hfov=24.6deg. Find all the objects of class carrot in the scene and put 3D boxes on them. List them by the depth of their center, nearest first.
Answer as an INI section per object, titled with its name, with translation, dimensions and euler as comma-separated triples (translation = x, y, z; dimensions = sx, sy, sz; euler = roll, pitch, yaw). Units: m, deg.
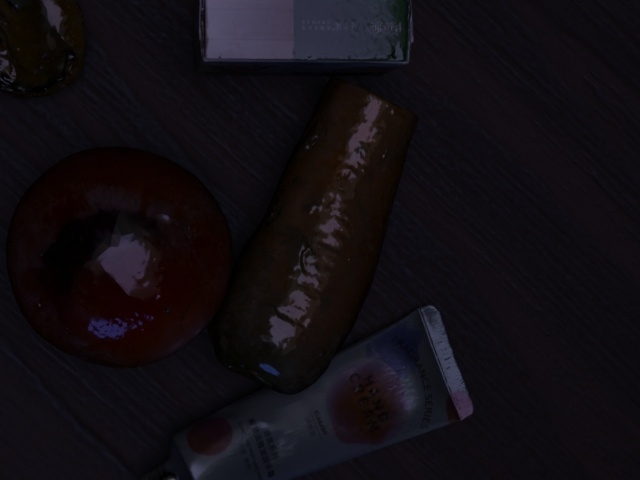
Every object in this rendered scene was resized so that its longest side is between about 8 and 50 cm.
[carrot]
translation = 0.000, 0.000, 1.408
dimensions = 0.139, 0.139, 0.301
euler = 27, 87, -8

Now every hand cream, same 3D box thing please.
[hand cream]
translation = -0.016, 0.181, 1.446
dimensions = 0.341, 0.078, 0.124
euler = -22, 94, -12

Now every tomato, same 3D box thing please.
[tomato]
translation = -0.186, 0.015, 1.353
dimensions = 0.208, 0.184, 0.208
euler = 0, 92, -10

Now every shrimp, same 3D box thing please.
[shrimp]
translation = -0.307, -0.261, 1.388
dimensions = 0.117, 0.066, 0.262
euler = -25, 93, -7

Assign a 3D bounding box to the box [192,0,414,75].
[box]
translation = -0.022, -0.199, 1.396
dimensions = 0.199, 0.135, 0.081
euler = -3, 91, -9
